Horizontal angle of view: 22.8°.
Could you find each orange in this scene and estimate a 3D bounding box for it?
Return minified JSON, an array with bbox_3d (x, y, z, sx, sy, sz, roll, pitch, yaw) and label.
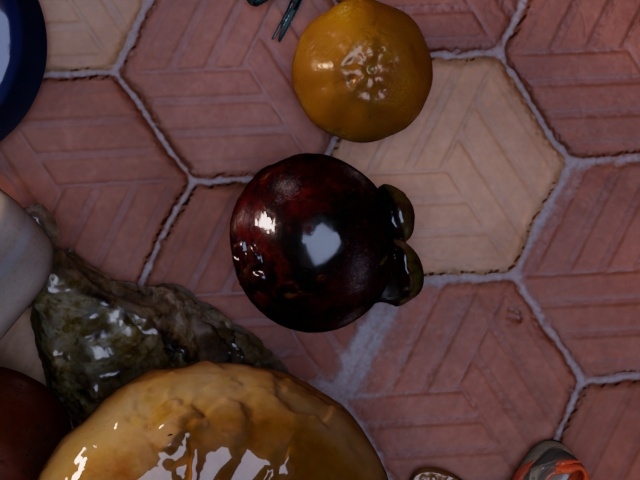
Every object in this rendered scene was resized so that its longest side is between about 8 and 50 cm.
[{"bbox_3d":[0.046,-0.186,1.734,0.159,0.136,0.159,0,96,-4],"label":"orange"}]

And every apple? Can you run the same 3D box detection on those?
[{"bbox_3d":[-0.380,0.247,1.691,0.234,0.234,0.234,0,93,-4],"label":"apple"}]

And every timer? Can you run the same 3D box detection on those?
[{"bbox_3d":[-0.428,-0.207,1.576,0.270,0.383,0.270,0,93,-3],"label":"timer"}]

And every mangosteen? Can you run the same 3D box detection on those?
[{"bbox_3d":[0.000,0.000,1.719,0.210,0.210,0.210,0,93,-4],"label":"mangosteen"}]

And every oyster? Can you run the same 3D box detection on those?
[{"bbox_3d":[-0.206,0.143,1.753,0.396,0.111,0.204,33,94,-9],"label":"oyster"}]

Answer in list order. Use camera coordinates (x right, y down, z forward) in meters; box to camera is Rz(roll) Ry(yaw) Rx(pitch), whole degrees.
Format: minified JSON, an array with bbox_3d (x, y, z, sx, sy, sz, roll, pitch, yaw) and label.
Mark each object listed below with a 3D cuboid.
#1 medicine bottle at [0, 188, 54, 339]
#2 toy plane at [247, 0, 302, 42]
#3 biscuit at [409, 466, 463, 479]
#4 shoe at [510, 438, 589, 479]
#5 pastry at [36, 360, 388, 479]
[{"bbox_3d":[-0.451,0.092,1.634,0.375,0.282,0.123,-49,127,-10],"label":"medicine bottle"},{"bbox_3d":[-0.030,-0.343,1.759,0.096,0.060,0.235,25,95,-13],"label":"toy plane"},{"bbox_3d":[0.130,0.337,1.825,0.118,0.023,0.140,34,90,-6],"label":"biscuit"},{"bbox_3d":[0.234,0.316,1.791,0.074,0.077,0.194,37,83,-19],"label":"shoe"},{"bbox_3d":[-0.113,0.320,1.633,0.409,0.245,0.409,-1,96,-10],"label":"pastry"}]
